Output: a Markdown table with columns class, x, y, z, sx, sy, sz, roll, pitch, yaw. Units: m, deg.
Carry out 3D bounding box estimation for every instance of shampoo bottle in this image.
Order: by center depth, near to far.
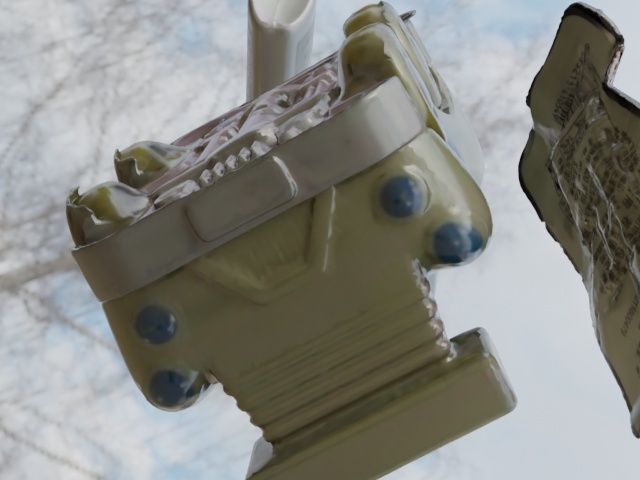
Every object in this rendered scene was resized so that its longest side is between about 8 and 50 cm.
| class | x | y | z | sx | sy | sz | roll | pitch | yaw |
| --- | --- | --- | --- | --- | --- | --- | --- | --- | --- |
| shampoo bottle | -0.036 | -0.133 | 1.387 | 0.056 | 0.086 | 0.227 | 10 | -37 | 3 |

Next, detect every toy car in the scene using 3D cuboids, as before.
| class | x | y | z | sx | sy | sz | roll | pitch | yaw |
| --- | --- | --- | --- | --- | --- | --- | --- | --- | --- |
| toy car | 0.000 | 0.000 | 1.030 | 0.226 | 0.242 | 0.336 | 60 | 8 | -9 |

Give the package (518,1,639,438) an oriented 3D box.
| class | x | y | z | sx | sy | sz | roll | pitch | yaw |
| --- | --- | --- | --- | --- | --- | --- | --- | --- | --- |
| package | 0.173 | -0.018 | 0.937 | 0.166 | 0.040 | 0.232 | 100 | -23 | -43 |
